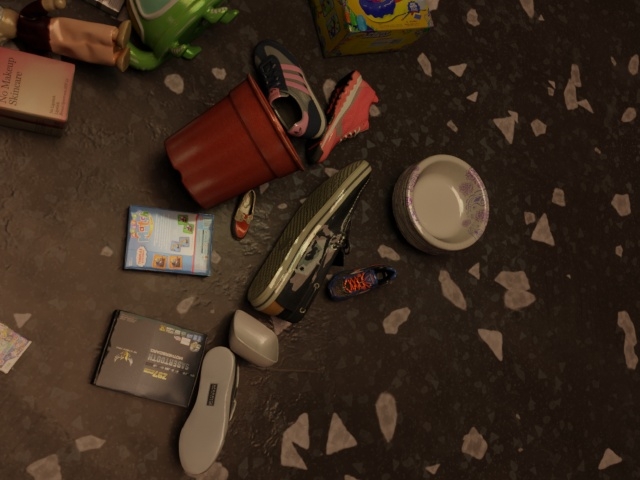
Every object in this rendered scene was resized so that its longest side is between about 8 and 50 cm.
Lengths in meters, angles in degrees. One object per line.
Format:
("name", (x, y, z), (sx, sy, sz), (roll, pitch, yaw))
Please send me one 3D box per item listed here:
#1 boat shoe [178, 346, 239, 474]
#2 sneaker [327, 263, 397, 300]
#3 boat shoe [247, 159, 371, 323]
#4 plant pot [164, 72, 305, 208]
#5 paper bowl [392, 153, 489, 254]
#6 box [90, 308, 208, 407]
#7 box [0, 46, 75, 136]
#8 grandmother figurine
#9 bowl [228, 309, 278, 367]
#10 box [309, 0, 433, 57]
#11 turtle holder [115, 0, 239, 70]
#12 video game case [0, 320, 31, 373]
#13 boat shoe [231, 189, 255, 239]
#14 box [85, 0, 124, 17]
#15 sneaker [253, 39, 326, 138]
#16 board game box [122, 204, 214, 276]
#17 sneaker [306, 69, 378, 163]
("boat shoe", (-0.258, 0.413, 1.640), (0.108, 0.102, 0.301), (2, 67, 14))
("sneaker", (0.117, 0.108, 1.881), (0.221, 0.087, 0.083), (-19, 89, -27))
("boat shoe", (0.000, 0.000, 1.800), (0.156, 0.187, 0.500), (39, 72, -20))
("plant pot", (-0.218, -0.224, 1.666), (0.265, 0.272, 0.272), (-30, 95, 4))
("paper bowl", (0.339, -0.099, 1.989), (0.284, 0.148, 0.284), (5, 79, -25))
("box", (-0.405, 0.283, 1.619), (0.233, 0.059, 0.183), (21, 74, -21))
("box", (-0.699, -0.346, 1.557), (0.233, 0.127, 0.148), (9, 77, -24))
("grandmother figurine", (-0.628, -0.482, 1.597), (0.343, 0.207, 0.104), (12, 32, -6))
("bowl", (-0.176, 0.254, 1.704), (0.142, 0.142, 0.053), (38, 107, -19))
("box", (0.134, -0.711, 1.990), (0.290, 0.177, 0.279), (-13, 86, -27))
("turtle holder", (-0.384, -0.578, 1.711), (0.227, 0.320, 0.243), (48, 33, -11))
("video game case", (-0.722, 0.227, 1.506), (0.122, 0.011, 0.087), (39, 67, -15))
("boat shoe", (-0.200, -0.069, 1.789), (0.049, 0.043, 0.137), (19, 74, -23))
("box", (-0.576, -0.677, 1.726), (0.186, 0.038, 0.145), (25, 71, -18))
("sneaker", (-0.104, -0.413, 1.814), (0.131, 0.112, 0.319), (-14, 68, -56))
("board game box", (-0.378, 0.003, 1.694), (0.212, 0.039, 0.160), (7, 77, -25))
("sneaker", (0.074, -0.334, 1.928), (0.136, 0.116, 0.313), (35, 70, -20))
